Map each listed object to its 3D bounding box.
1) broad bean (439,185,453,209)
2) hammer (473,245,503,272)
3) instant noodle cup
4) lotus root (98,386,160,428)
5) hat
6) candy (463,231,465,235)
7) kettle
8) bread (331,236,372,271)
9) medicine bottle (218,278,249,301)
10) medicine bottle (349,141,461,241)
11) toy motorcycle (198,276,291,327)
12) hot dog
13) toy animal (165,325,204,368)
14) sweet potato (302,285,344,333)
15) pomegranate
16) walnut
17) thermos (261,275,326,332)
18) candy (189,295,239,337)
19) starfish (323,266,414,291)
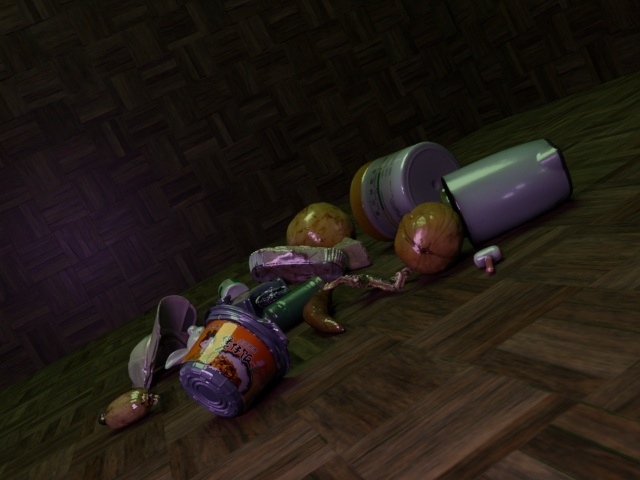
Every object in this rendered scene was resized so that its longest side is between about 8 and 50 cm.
[{"bbox_3d":[0.387,-0.125,1.553,0.206,0.072,0.153,-15,23,-35],"label":"broad bean"},{"bbox_3d":[0.302,0.038,1.103,0.052,0.031,0.083,-29,12,20],"label":"hammer"},{"bbox_3d":[-0.157,0.214,1.044,0.125,0.177,0.208,-52,1,-41],"label":"instant noodle cup"},{"bbox_3d":[-0.398,0.352,1.299,0.152,0.063,0.072,-26,26,16],"label":"lotus root"},{"bbox_3d":[-0.432,0.258,1.605,0.164,0.226,0.219,-2,14,20],"label":"hat"},{"bbox_3d":[0.375,-0.057,1.479,0.201,0.060,0.060,-23,3,-34],"label":"candy"},{"bbox_3d":[0.399,-0.101,1.308,0.236,0.161,0.221,-26,-24,9],"label":"kettle"},{"bbox_3d":[0.101,0.030,1.707,0.152,0.077,0.105,-17,13,49],"label":"bread"},{"bbox_3d":[-0.286,0.175,2.034,0.095,0.095,0.260,-29,8,-10],"label":"medicine bottle"},{"bbox_3d":[0.236,-0.128,1.675,0.238,0.238,0.232,-32,9,-32],"label":"medicine bottle"},{"bbox_3d":[-0.182,0.176,1.634,0.307,0.108,0.173,-24,-1,30],"label":"toy motorcycle"},{"bbox_3d":[-0.062,0.070,1.668,0.268,0.075,0.144,-1,-36,2],"label":"hot dog"},{"bbox_3d":[-0.276,0.267,1.456,0.127,0.131,0.181,-60,3,-4],"label":"toy animal"},{"bbox_3d":[0.001,0.151,1.299,0.078,0.058,0.255,-6,11,-2],"label":"sweet potato"},{"bbox_3d":[0.000,0.000,1.864,0.215,0.215,0.215,-27,7,4],"label":"pomegranate"},{"bbox_3d":[0.224,-0.007,1.257,0.144,0.144,0.180,-26,3,14],"label":"walnut"},{"bbox_3d":[-0.070,0.158,1.433,0.187,0.073,0.083,-31,9,-27],"label":"thermos"},{"bbox_3d":[-0.267,0.213,1.831,0.292,0.059,0.086,-31,7,-34],"label":"candy"},{"bbox_3d":[0.099,0.093,1.313,0.209,0.053,0.150,-8,-13,26],"label":"starfish"}]
